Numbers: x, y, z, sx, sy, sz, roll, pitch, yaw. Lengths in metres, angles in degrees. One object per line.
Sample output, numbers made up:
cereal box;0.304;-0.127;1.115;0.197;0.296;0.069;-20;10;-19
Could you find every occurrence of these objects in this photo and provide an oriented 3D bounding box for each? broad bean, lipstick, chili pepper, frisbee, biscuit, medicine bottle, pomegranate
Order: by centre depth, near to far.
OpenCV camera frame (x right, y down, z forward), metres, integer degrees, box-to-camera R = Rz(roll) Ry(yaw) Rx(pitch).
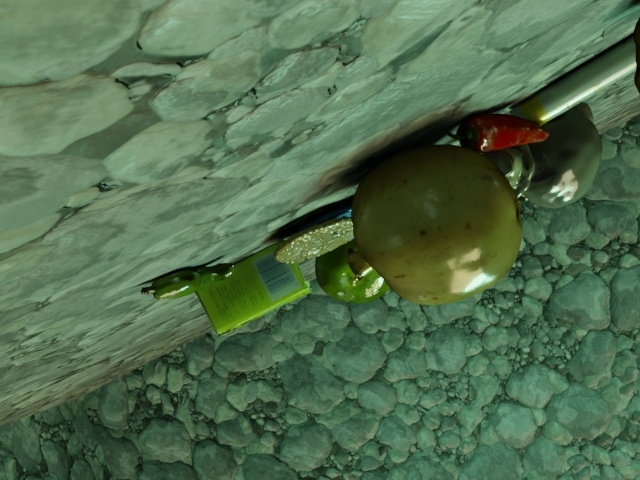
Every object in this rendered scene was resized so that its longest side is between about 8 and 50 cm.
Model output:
pomegranate;0.190;-0.023;1.128;0.319;0.319;0.319;-26;174;-3
chili pepper;0.318;-0.196;1.156;0.272;0.071;0.063;-10;169;-36
lipstick;0.484;-0.289;1.181;0.264;0.059;0.059;-30;173;32
broad bean;-0.251;0.079;1.221;0.070;0.048;0.214;-27;175;39
biscuit;0.000;-0.001;1.376;0.220;0.033;0.220;-20;166;-5
frisbee;0.039;-0.040;1.433;0.242;0.045;0.242;-21;164;-6
medicine bottle;-0.158;0.115;1.515;0.250;0.141;0.137;-26;178;-2

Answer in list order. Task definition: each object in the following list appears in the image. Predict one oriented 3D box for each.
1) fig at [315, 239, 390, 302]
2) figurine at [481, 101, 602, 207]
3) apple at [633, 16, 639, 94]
fig;0.105;0.014;1.714;0.233;0.314;0.233;4;145;3
figurine;0.459;-0.170;1.358;0.381;0.248;0.203;-17;-150;-36
apple;0.553;-0.275;0.869;0.234;0.234;0.234;-26;174;-3
